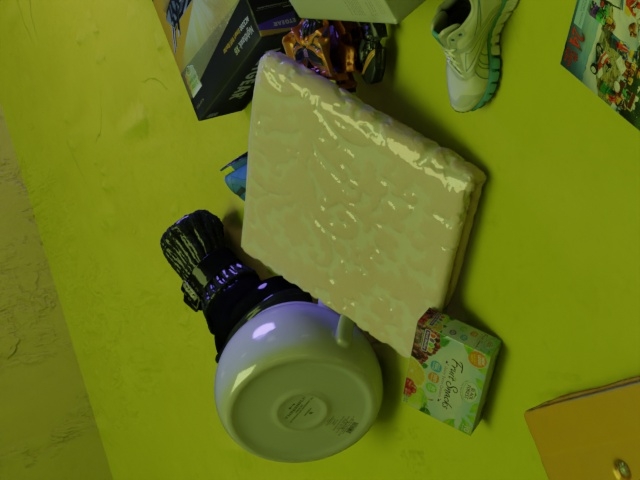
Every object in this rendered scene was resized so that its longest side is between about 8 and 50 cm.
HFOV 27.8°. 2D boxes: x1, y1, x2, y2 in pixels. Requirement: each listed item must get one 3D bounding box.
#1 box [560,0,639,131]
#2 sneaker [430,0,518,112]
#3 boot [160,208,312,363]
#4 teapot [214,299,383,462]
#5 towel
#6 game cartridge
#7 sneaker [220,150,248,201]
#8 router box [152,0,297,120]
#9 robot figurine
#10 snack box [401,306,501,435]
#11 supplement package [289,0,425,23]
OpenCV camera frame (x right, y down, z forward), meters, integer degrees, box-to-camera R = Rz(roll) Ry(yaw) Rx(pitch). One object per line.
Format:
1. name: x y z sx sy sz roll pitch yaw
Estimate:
1. box: 0.296 -0.212 1.117 0.159 0.044 0.233 51 146 39
2. sneaker: 0.148 -0.214 1.369 0.071 0.082 0.191 49 146 37
3. boot: -0.143 0.058 2.048 0.260 0.131 0.348 67 154 12
4. teapot: -0.033 0.173 1.828 0.187 0.256 0.253 -99 -8 -50
5. towel: 0.041 -0.038 1.619 0.331 0.053 0.317 32 136 26
6. game cartridge: 0.354 0.299 1.317 0.285 0.052 0.324 -33 78 63
7. sneaker: -0.077 -0.101 1.910 0.082 0.069 0.209 58 154 -6
8. router box: -0.142 -0.343 1.862 0.243 0.081 0.309 68 154 9
9. robot figurine: -0.001 -0.321 1.592 0.211 0.085 0.291 18 121 60
10. snack box: 0.159 0.161 1.579 0.100 0.037 0.141 24 133 19
11. supplement package: 0.033 -0.352 1.370 0.203 0.149 0.194 19 146 58
